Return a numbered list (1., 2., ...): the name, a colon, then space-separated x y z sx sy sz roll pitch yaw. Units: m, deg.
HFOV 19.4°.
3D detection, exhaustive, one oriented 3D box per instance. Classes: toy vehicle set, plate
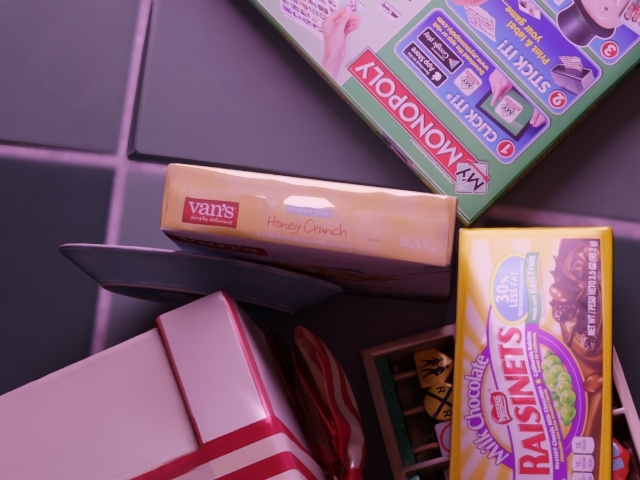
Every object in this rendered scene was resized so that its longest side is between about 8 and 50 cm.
1. toy vehicle set: 0.139 0.175 1.224 0.166 0.035 0.267 -17 66 3
2. plate: -0.078 0.029 1.216 0.188 0.188 0.024 7 83 5

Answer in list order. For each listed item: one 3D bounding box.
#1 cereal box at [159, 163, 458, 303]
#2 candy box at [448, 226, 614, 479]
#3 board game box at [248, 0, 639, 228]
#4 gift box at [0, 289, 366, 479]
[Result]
1. cereal box: 0.000 0.000 1.187 0.173 0.240 0.047 7 84 5
2. candy box: 0.139 0.089 1.225 0.105 0.027 0.206 -2 67 12
3. board game box: 0.070 -0.195 1.297 0.213 0.046 0.317 -43 84 1
4. gift box: -0.078 0.193 1.179 0.258 0.276 0.255 -24 71 6
